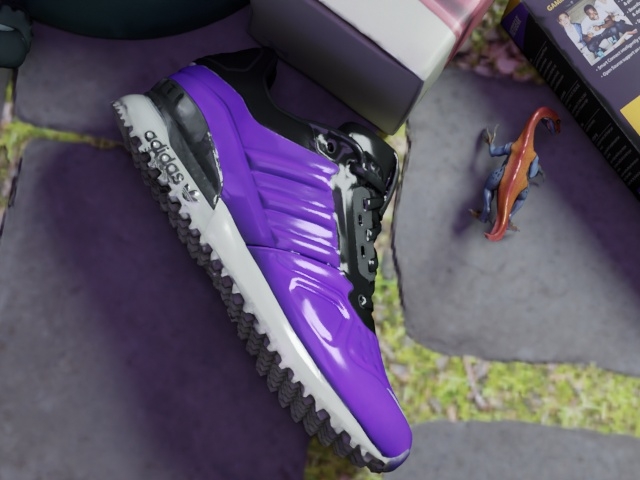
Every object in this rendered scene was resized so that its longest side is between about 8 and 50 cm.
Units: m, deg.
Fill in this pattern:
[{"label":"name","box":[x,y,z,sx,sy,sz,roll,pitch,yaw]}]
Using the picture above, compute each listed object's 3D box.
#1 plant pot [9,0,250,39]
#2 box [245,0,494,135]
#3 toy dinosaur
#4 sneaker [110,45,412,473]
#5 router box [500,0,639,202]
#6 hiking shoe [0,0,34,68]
[{"label":"plant pot","box":[-0.116,-0.293,1.139,0.293,0.235,0.293,1,83,-8]},{"label":"box","box":[0.072,-0.205,1.193,0.127,0.148,0.232,36,78,2]},{"label":"toy dinosaur","box":[0.134,-0.046,1.210,0.047,0.090,0.082,20,109,-16]},{"label":"sneaker","box":[0.000,0.000,1.169,0.146,0.102,0.293,-31,83,-11]},{"label":"router box","box":[0.314,-0.149,1.226,0.309,0.081,0.243,-36,84,-6]},{"label":"hiking shoe","box":[-0.331,-0.092,1.175,0.304,0.113,0.132,-9,110,-13]}]
